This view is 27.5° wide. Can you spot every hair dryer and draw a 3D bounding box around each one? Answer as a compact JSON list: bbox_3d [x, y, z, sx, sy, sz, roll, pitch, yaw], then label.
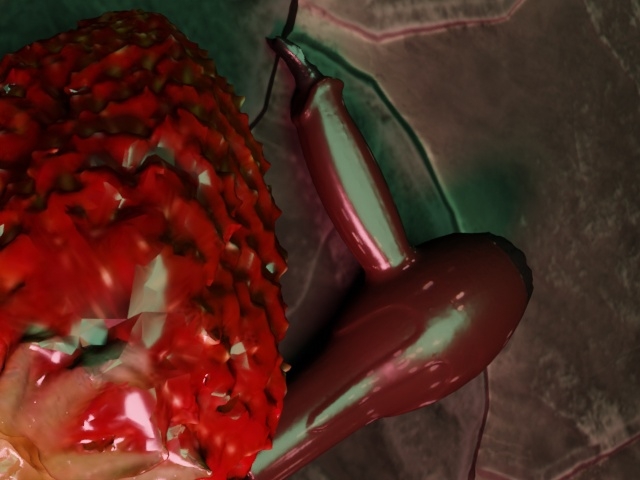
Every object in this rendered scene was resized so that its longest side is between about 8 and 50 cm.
[{"bbox_3d":[0.000,0.000,1.087,0.312,0.123,0.340,-30,99,-24],"label":"hair dryer"}]

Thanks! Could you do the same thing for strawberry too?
[{"bbox_3d":[-0.135,0.025,0.876,0.292,0.292,0.343,48,48,-29],"label":"strawberry"}]
